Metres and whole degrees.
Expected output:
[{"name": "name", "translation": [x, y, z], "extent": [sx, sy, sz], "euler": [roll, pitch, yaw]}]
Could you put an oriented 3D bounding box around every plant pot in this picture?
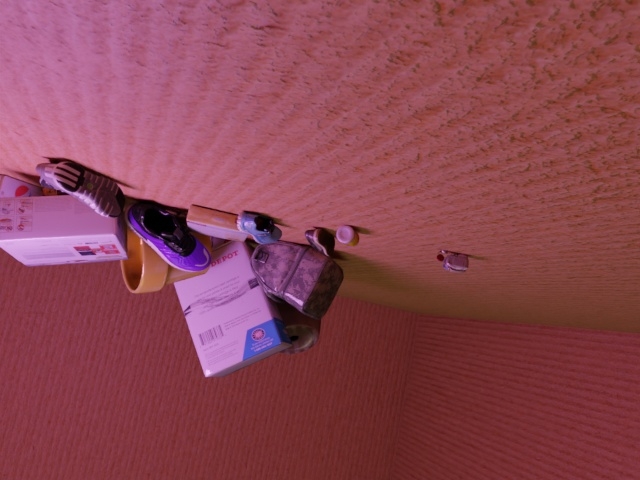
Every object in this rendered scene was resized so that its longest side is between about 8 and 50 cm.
[{"name": "plant pot", "translation": [-0.489, 0.034, 1.846], "extent": [0.238, 0.254, 0.254], "euler": [-3, -179, -34]}, {"name": "plant pot", "translation": [-0.117, 0.267, 2.222], "extent": [0.322, 0.281, 0.323], "euler": [-7, 136, -7]}]

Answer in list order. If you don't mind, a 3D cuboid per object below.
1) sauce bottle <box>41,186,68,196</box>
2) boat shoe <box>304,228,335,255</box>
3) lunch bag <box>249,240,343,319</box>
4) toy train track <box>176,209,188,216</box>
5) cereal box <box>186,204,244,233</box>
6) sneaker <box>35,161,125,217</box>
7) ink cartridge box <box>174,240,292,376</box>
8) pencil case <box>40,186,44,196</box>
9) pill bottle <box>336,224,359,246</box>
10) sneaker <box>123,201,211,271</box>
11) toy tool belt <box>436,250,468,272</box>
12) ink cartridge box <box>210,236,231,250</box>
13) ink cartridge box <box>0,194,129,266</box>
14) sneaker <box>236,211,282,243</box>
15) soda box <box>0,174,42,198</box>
[{"name": "sauce bottle", "translation": [-0.717, -0.140, 1.592], "extent": [0.128, 0.042, 0.042], "euler": [-3, 165, 32]}, {"name": "boat shoe", "translation": [0.000, 0.000, 1.546], "extent": [0.049, 0.056, 0.152], "euler": [13, 163, 21]}, {"name": "lunch bag", "translation": [-0.085, 0.119, 1.964], "extent": [0.255, 0.213, 0.305], "euler": [28, 175, 19]}, {"name": "toy train track", "translation": [-0.406, -0.076, 1.693], "extent": [0.048, 0.014, 0.083], "euler": [16, 171, -30]}, {"name": "cereal box", "translation": [-0.290, -0.043, 1.641], "extent": [0.172, 0.048, 0.240], "euler": [12, 171, -11]}, {"name": "sneaker", "translation": [-0.579, -0.131, 1.378], "extent": [0.132, 0.086, 0.229], "euler": [13, 163, 25]}, {"name": "ink cartridge box", "translation": [-0.307, 0.233, 1.996], "extent": [0.285, 0.395, 0.166], "euler": [-24, 163, 5]}, {"name": "pencil case", "translation": [-0.756, -0.096, 1.772], "extent": [0.098, 0.095, 0.209], "euler": [-31, 152, 19]}, {"name": "pill bottle", "translation": [0.070, -0.008, 1.409], "extent": [0.043, 0.044, 0.083], "euler": [8, 171, 20]}, {"name": "sneaker", "translation": [-0.421, -0.005, 1.655], "extent": [0.293, 0.102, 0.146], "euler": [40, 154, -27]}, {"name": "toy tool belt", "translation": [0.334, 0.057, 1.469], "extent": [0.083, 0.052, 0.051], "euler": [11, 163, 8]}, {"name": "ink cartridge box", "translation": [-0.375, 0.028, 2.173], "extent": [0.150, 0.063, 0.109], "euler": [9, 171, 24]}, {"name": "ink cartridge box", "translation": [-0.724, -0.025, 1.656], "extent": [0.309, 0.130, 0.272], "euler": [-3, 163, -11]}, {"name": "sneaker", "translation": [-0.146, -0.028, 1.504], "extent": [0.073, 0.064, 0.162], "euler": [2, 168, 31]}, {"name": "soda box", "translation": [-0.897, -0.134, 1.758], "extent": [0.069, 0.074, 0.216], "euler": [7, 171, 27]}]
